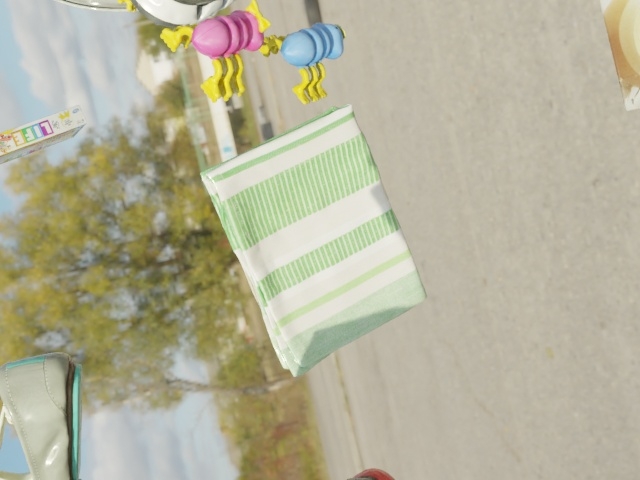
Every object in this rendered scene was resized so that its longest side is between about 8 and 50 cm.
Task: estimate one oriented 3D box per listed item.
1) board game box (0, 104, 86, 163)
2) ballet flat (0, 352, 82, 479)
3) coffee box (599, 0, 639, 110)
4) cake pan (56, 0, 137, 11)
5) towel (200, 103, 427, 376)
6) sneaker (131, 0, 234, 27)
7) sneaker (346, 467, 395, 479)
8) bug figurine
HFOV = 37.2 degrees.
[{"bbox_3d":[-0.382,-0.125,1.211,0.103,0.154,0.026,-10,104,66],"label":"board game box"},{"bbox_3d":[-0.201,0.182,0.696,0.072,0.068,0.213,-125,32,-70],"label":"ballet flat"},{"bbox_3d":[0.337,-0.261,0.894,0.098,0.141,0.246,-48,-55,-48],"label":"coffee box"},{"bbox_3d":[-0.299,-0.436,1.431,0.293,0.293,0.054,-108,17,-46],"label":"cake pan"},{"bbox_3d":[0.000,0.000,1.333,0.038,0.248,0.324,23,139,64],"label":"towel"},{"bbox_3d":[-0.049,-0.248,0.753,0.078,0.234,0.106,47,136,3],"label":"sneaker"},{"bbox_3d":[0.004,0.436,1.304,0.098,0.276,0.135,33,-176,30],"label":"sneaker"},{"bbox_3d":[-0.096,-0.249,0.925,0.279,0.216,0.072,49,129,4],"label":"bug figurine"}]
